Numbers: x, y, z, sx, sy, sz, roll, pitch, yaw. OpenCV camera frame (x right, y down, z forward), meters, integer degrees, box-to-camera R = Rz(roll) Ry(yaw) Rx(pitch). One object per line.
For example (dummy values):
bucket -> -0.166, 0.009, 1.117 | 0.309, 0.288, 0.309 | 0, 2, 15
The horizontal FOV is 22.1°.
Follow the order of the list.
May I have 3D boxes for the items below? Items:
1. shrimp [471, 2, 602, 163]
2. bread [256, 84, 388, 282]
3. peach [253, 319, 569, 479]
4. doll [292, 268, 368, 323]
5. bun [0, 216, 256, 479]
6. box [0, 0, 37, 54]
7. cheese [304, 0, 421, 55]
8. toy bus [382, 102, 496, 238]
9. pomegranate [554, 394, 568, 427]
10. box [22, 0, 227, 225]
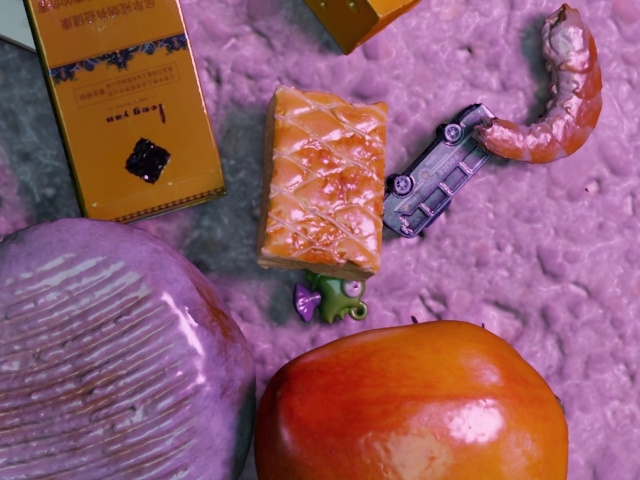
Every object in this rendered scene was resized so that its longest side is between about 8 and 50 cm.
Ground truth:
shrimp -> 0.223, -0.160, 1.722 | 0.166, 0.049, 0.161 | -14, 99, -24
bread -> 0.001, -0.059, 1.685 | 0.125, 0.068, 0.188 | 8, 73, -14
peach -> 0.084, 0.222, 1.625 | 0.308, 0.289, 0.289 | -8, 94, -40
doll -> 0.000, 0.000, 1.731 | 0.115, 0.050, 0.190 | -26, 90, -12
bun -> -0.235, 0.154, 1.635 | 0.361, 0.211, 0.362 | 0, 95, 1
box -> -0.339, -0.286, 1.682 | 0.201, 0.058, 0.141 | 25, 90, -5
cheese -> 0.079, -0.289, 1.711 | 0.171, 0.126, 0.093 | -36, 89, -21
toy bus -> 0.126, -0.074, 1.738 | 0.065, 0.047, 0.166 | 44, 88, -9
pomegranate -> 0.227, 0.191, 1.754 | 0.073, 0.084, 0.073 | -5, 67, 12
box -> -0.201, -0.158, 1.674 | 0.153, 0.041, 0.279 | -18, 105, -16
